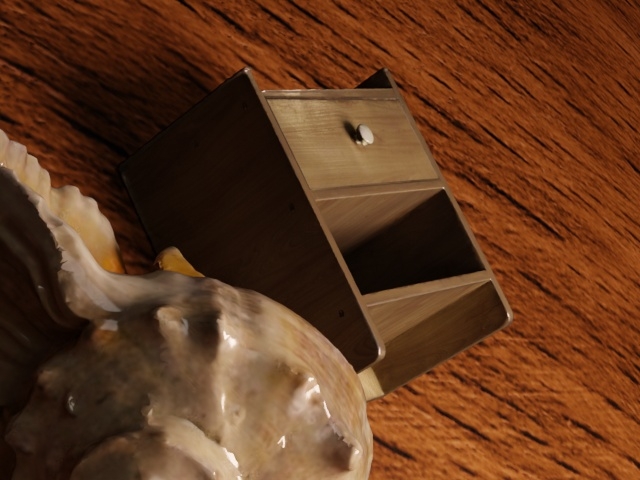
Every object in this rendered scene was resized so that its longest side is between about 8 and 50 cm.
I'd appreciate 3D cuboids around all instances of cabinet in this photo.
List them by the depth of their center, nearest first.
[{"bbox_3d":[0.000,0.000,0.954,0.175,0.148,0.215,-8,68,-53],"label":"cabinet"}]

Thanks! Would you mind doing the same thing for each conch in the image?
[{"bbox_3d":[-0.134,0.069,0.702,0.210,0.352,0.297,-42,105,-12],"label":"conch"}]
